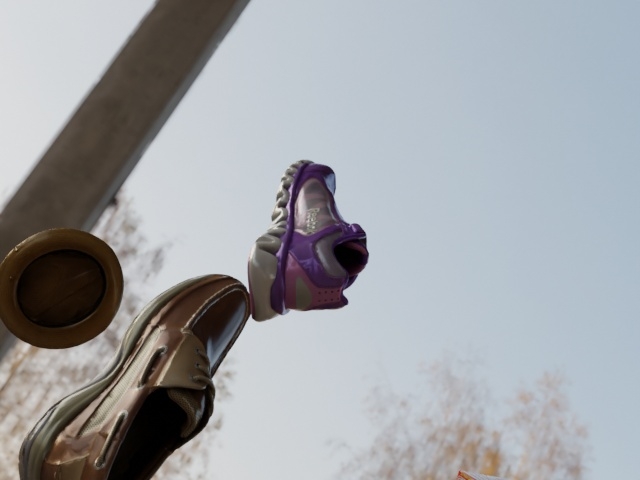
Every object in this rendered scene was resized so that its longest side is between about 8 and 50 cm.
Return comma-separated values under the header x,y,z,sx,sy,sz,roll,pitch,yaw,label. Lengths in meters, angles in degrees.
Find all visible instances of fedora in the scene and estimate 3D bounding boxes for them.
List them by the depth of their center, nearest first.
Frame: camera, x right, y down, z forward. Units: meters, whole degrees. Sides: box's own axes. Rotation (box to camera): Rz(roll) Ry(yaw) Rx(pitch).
x,y,z,sx,sy,sz,roll,pitch,yaw,label
-0.398,0.072,1.718,0.194,0.194,0.079,37,-10,-15,fedora

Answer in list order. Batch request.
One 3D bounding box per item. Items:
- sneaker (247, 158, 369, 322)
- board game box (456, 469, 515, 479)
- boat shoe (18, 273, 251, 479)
x,y,z,sx,sy,sz,roll,pitch,yaw,label
0.000,0.000,1.121,0.105,0.236,0.095,2,-58,10,sneaker
0.234,0.426,1.560,0.147,0.193,0.045,16,2,-27,board game box
-0.158,0.159,1.146,0.116,0.324,0.123,12,-44,32,boat shoe
